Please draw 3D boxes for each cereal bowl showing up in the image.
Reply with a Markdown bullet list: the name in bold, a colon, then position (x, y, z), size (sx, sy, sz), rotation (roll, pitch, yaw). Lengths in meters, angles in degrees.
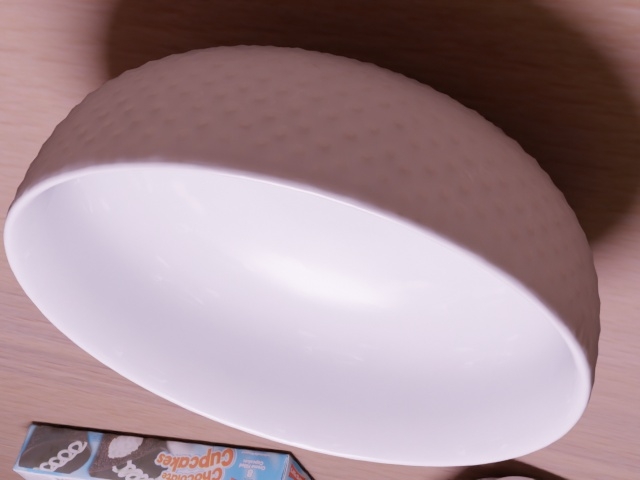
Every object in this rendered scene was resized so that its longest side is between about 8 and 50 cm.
- **cereal bowl**: position (0.000, 0.000, 0.760), size (0.339, 0.141, 0.339), rotation (14, 150, 8)

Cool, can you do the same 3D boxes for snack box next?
- **snack box**: position (-0.147, 0.277, 1.394), size (0.322, 0.060, 0.187), rotation (2, 148, 26)

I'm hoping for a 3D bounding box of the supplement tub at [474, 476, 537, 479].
- **supplement tub**: position (0.146, 0.300, 1.185), size (0.144, 0.144, 0.200), rotation (21, 151, -6)
